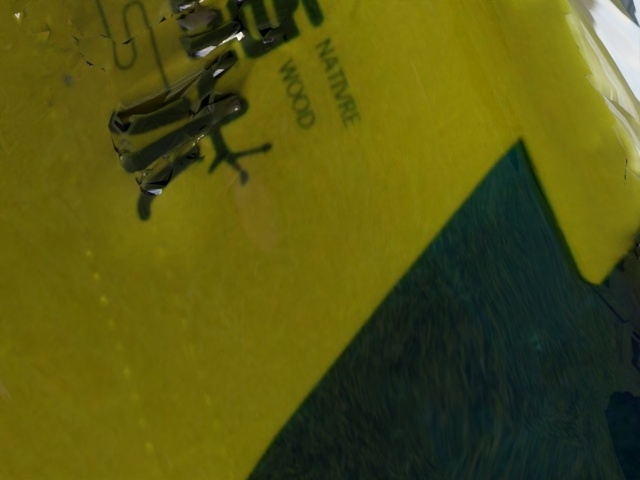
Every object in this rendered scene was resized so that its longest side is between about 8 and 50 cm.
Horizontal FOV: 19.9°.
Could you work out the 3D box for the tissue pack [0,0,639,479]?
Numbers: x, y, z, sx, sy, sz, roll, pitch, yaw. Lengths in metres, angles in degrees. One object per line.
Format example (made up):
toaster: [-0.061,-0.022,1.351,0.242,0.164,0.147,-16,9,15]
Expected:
tissue pack: [0.000,0.000,0.592,0.264,0.416,0.253,-28,154,21]
